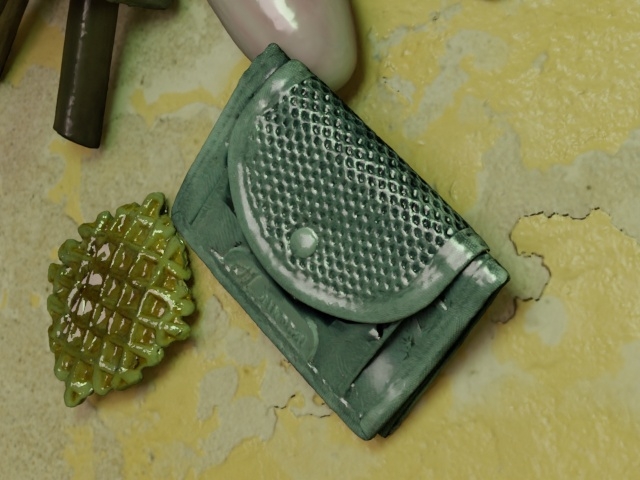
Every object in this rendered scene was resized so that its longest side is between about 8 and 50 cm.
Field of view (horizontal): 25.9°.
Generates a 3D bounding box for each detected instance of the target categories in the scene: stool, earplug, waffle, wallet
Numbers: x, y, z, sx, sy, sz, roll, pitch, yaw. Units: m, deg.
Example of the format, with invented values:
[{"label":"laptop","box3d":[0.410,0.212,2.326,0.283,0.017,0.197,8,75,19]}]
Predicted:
[{"label":"stool","box3d":[-0.374,-0.277,1.568,0.310,0.310,0.226,31,98,37]},{"label":"earplug","box3d":[-0.058,-0.276,1.456,0.172,0.172,0.301,-37,68,22]},{"label":"waffle","box3d":[-0.228,0.065,1.552,0.208,0.054,0.214,-33,58,27]},{"label":"wallet","box3d":[0.000,0.000,1.354,0.342,0.075,0.237,47,120,22]}]
